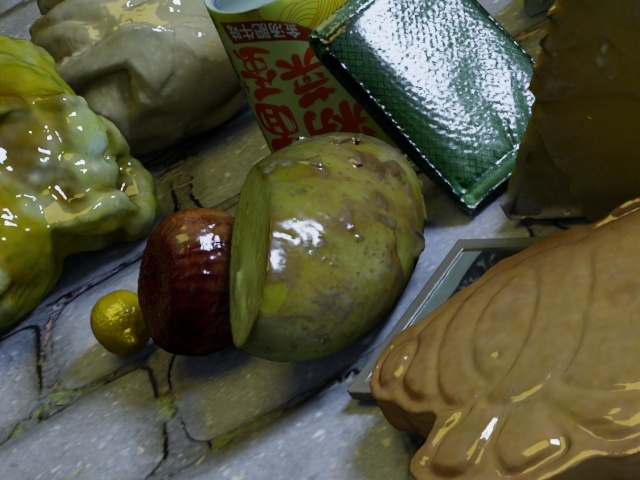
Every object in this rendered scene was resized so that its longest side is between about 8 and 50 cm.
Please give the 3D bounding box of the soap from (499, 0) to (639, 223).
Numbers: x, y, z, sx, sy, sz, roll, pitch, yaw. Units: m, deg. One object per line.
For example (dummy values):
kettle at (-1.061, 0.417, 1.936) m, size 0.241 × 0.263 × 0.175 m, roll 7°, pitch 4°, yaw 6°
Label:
soap at (0.218, -0.177, 1.669) m, size 0.304 × 0.339 × 0.169 m, roll -3°, pitch 37°, yaw 43°

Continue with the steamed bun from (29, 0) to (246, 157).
steamed bun at (-0.212, -0.258, 2.416) m, size 0.324 × 0.230 × 0.372 m, roll -16°, pitch 28°, yaw 24°

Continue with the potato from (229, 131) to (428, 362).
potato at (0.000, 0.000, 1.790) m, size 0.298 × 0.176 × 0.141 m, roll -57°, pitch -10°, yaw -55°

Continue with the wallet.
wallet at (0.118, -0.154, 1.901) m, size 0.160 × 0.236 × 0.055 m, roll -40°, pitch -9°, yaw -15°

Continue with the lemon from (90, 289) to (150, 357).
lemon at (-0.197, 0.083, 1.978) m, size 0.065 × 0.065 × 0.092 m, roll -32°, pitch 29°, yaw 0°

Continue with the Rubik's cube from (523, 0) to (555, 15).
Rubik's cube at (0.239, -0.285, 2.142) m, size 0.073 × 0.075 × 0.084 m, roll 42°, pitch 68°, yaw 16°

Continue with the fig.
fig at (-0.076, 0.036, 1.903) m, size 0.201 × 0.134 × 0.146 m, roll -6°, pitch -23°, yaw -34°

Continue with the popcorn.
popcorn at (-0.377, -0.044, 2.192) m, size 0.334 × 0.292 × 0.293 m, roll -41°, pitch 9°, yaw -4°

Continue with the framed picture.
framed picture at (0.174, 0.066, 1.655) m, size 0.281 × 0.019 × 0.209 m, roll -4°, pitch 38°, yaw 44°

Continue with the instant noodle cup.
instant noodle cup at (0.028, -0.217, 2.079) m, size 0.311 × 0.221 × 0.311 m, roll -25°, pitch 26°, yaw 13°

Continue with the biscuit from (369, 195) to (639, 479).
biscuit at (0.195, 0.085, 1.518) m, size 0.351 × 0.057 × 0.312 m, roll -22°, pitch 28°, yaw 17°
